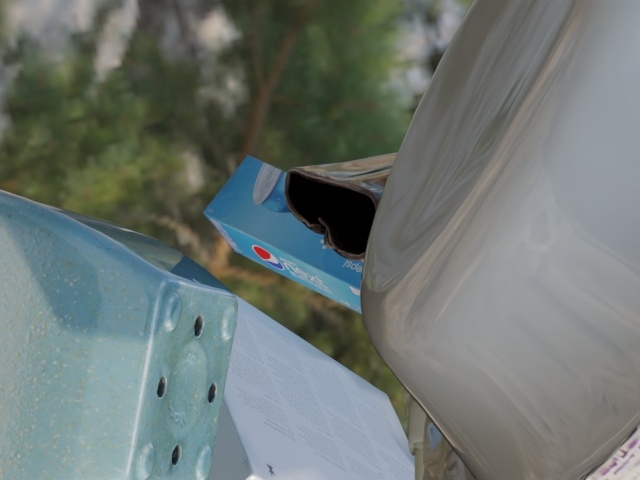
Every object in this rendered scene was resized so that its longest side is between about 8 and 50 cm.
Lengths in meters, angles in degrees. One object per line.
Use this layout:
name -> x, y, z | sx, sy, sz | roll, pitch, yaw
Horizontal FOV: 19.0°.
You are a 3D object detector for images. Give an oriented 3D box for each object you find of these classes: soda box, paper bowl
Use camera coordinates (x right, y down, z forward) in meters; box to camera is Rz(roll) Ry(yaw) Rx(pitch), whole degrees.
soda box -> 0.000, 0.000, 1.680 | 0.210, 0.071, 0.067 | 25, -18, 38
paper bowl -> 0.117, -0.024, 0.621 | 0.284, 0.148, 0.284 | -61, -171, 16

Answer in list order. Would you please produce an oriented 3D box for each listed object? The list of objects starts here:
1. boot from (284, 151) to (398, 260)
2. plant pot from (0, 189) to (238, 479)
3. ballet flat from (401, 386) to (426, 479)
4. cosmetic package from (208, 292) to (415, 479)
boot -> 0.081, -0.037, 0.982 | 0.248, 0.207, 0.090 | -143, -124, -69
plant pot -> -0.205, 0.088, 1.367 | 0.248, 0.252, 0.247 | 20, 80, -70
ballet flat -> 0.094, 0.136, 0.964 | 0.091, 0.077, 0.241 | -11, -69, 60
cosmetic package -> -0.024, 0.205, 1.808 | 0.377, 0.097, 0.284 | 36, 18, -44
